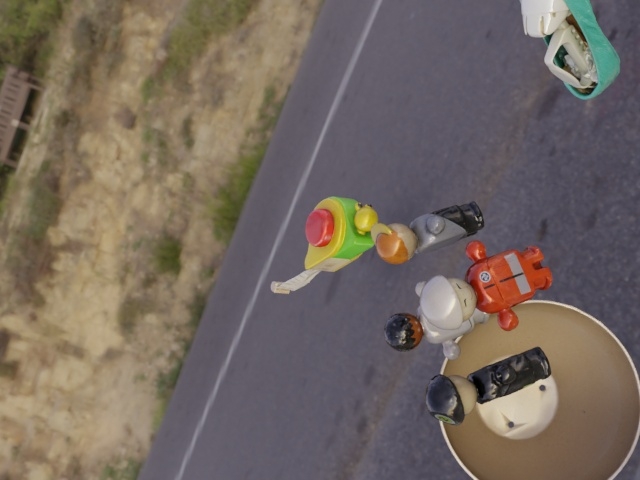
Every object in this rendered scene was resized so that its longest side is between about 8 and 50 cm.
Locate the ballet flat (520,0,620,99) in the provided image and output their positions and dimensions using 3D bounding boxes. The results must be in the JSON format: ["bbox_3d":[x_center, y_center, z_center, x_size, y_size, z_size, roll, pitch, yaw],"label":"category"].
[{"bbox_3d":[0.314,-0.277,1.117,0.083,0.247,0.087,8,59,53],"label":"ballet flat"}]

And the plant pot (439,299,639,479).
[{"bbox_3d":[0.308,0.238,1.284,0.191,0.284,0.284,78,-150,-81],"label":"plant pot"}]

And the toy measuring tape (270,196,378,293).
[{"bbox_3d":[0.000,0.000,1.579,0.330,0.121,0.121,-33,38,51],"label":"toy measuring tape"}]

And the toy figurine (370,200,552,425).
[{"bbox_3d":[0.152,0.078,0.987,0.209,0.148,0.213,-130,26,-52],"label":"toy figurine"}]
